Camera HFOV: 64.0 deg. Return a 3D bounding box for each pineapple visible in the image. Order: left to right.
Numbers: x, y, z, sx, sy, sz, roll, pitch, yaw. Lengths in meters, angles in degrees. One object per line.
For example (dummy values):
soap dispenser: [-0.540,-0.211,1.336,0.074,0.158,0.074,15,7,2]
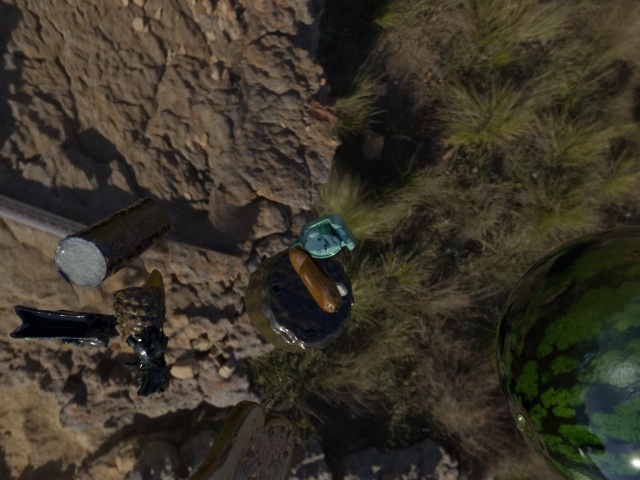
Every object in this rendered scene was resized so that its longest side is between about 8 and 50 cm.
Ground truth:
pineapple: [-0.370,0.214,1.091,0.119,0.111,0.238,-7,88,-64]

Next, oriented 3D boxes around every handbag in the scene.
handbag: [-0.777,0.277,1.626,0.268,0.326,0.119,5,82,0]

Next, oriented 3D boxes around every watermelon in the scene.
watermelon: [0.324,0.126,0.519,0.284,0.285,0.286,-6,106,-23]

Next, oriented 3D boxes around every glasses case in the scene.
glasses case: [0.035,0.118,1.238,0.021,0.083,0.032,-37,104,-30]

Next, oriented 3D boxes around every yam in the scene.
yam: [-0.456,-0.003,1.166,0.130,0.280,0.131,7,115,16]

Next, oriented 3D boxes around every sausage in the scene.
sausage: [-0.009,0.079,1.046,0.054,0.183,0.062,-8,133,-35]

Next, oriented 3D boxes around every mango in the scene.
mango: [-0.451,0.152,1.386,0.066,0.188,0.101,-1,128,-10]

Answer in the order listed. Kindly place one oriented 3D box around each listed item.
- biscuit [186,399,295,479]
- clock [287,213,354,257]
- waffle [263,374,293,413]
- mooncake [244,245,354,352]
biscuit: [-0.170,0.479,1.091,0.343,0.057,0.288,-23,118,-55]
clock: [0.000,0.000,1.109,0.134,0.041,0.101,-21,139,18]
waffle: [-0.153,0.534,1.759,0.023,0.153,0.097,41,129,-1]
mooncake: [-0.059,0.173,1.562,0.323,0.187,0.325,6,74,-22]
